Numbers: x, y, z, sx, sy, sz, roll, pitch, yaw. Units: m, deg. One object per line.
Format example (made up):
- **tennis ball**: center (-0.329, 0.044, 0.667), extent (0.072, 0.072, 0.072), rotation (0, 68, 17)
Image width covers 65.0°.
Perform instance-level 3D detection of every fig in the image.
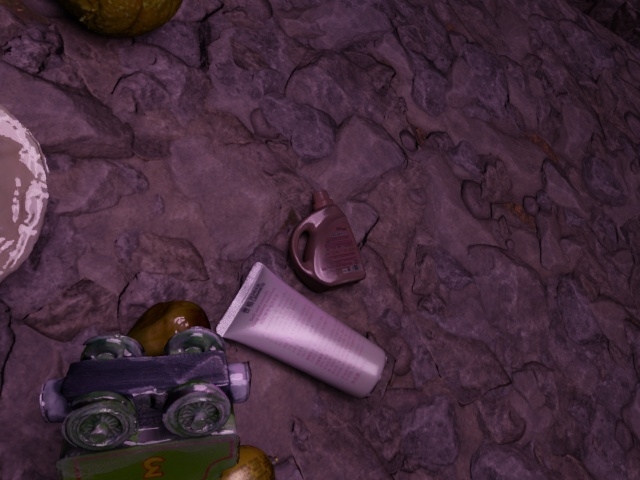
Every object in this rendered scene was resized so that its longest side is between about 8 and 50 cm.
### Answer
- **fig**: center (-0.280, 0.186, 0.919), extent (0.166, 0.144, 0.154), rotation (-29, 64, -21)

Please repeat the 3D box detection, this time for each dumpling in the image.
- **dumpling**: center (-0.605, -0.091, 0.798), extent (0.316, 0.233, 0.395), rotation (-22, 93, -27)

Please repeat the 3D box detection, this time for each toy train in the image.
- **toy train**: center (-0.262, 0.279, 0.797), extent (0.307, 0.248, 0.173), rotation (-2, 31, -16)

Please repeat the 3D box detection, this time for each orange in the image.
- **orange**: center (-0.453, -0.573, 1.074), extent (0.301, 0.223, 0.300), rotation (35, 43, -13)

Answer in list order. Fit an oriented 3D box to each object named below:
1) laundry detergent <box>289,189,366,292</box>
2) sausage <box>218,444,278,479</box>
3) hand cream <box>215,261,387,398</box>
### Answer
- **laundry detergent**: center (0.000, 0.000, 1.183), extent (0.171, 0.076, 0.237), rotation (-11, 76, -31)
- **sausage**: center (-0.217, 0.461, 0.854), extent (0.347, 0.123, 0.123), rotation (-22, 83, -34)
- **hand cream**: center (-0.028, 0.209, 1.079), extent (0.359, 0.118, 0.185), rotation (32, 62, -6)
